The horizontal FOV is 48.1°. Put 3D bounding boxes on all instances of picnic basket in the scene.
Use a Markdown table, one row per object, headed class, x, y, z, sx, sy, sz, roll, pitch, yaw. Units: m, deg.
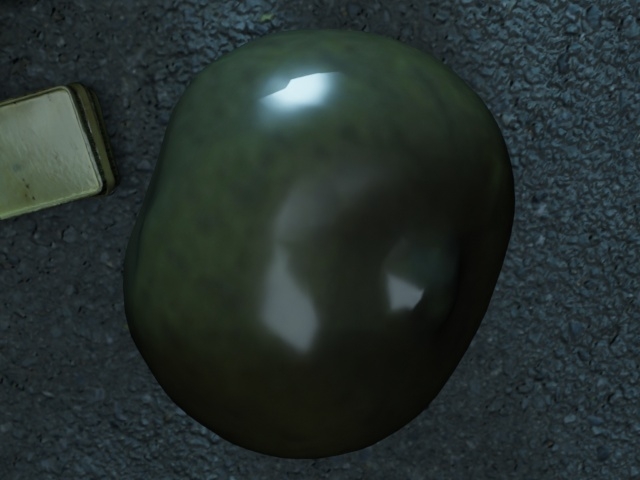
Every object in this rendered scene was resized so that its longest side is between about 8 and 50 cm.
| class | x | y | z | sx | sy | sz | roll | pitch | yaw |
| --- | --- | --- | --- | --- | --- | --- | --- | --- | --- |
| picnic basket | -0.293 | -0.086 | 0.718 | 0.164 | 0.079 | 0.115 | -13 | 103 | 1 |

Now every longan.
| class | x | y | z | sx | sy | sz | roll | pitch | yaw |
| --- | --- | --- | --- | --- | --- | --- | --- | --- | --- |
| longan | 0.000 | 0.000 | 0.616 | 0.361 | 0.361 | 0.361 | 0 | 101 | -2 |
